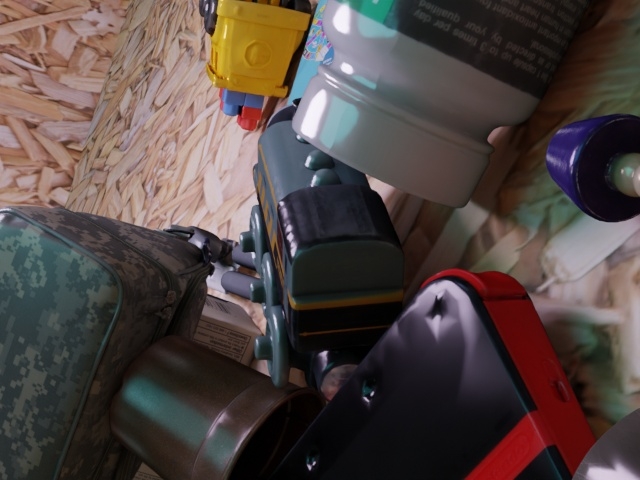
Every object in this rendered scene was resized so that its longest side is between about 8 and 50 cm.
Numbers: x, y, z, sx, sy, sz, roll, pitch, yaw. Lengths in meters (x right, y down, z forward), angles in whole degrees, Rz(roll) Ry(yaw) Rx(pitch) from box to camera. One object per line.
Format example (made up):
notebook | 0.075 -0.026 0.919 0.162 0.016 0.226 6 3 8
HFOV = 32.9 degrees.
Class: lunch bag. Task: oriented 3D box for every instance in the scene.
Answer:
lunch bag | -0.254 0.119 1.178 0.256 0.212 0.305 4 -71 -68

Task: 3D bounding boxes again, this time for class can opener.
can opener | -0.112 0.036 1.409 0.280 0.093 0.074 14 83 63

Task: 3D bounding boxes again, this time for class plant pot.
plant pot | -0.108 0.184 1.068 0.165 0.167 0.167 26 96 27

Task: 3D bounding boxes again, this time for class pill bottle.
pill bottle | 0.127 -0.223 0.917 0.361 0.204 0.204 -65 22 11

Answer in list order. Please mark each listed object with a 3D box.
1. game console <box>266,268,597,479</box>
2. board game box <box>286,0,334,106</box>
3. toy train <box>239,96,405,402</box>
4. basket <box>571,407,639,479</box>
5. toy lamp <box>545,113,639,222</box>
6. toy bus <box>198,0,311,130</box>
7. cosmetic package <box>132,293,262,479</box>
game console | 0.072 0.245 0.813 0.386 0.060 0.342 -56 37 32
board game box | 0.072 -0.260 1.242 0.254 0.079 0.336 -7 64 66
toy train | 0.000 0.000 1.042 0.334 0.142 0.190 -104 15 -54
basket | 0.210 0.169 0.466 0.204 0.154 0.227 -64 19 11
toy lamp | 0.231 -0.033 0.681 0.080 0.080 0.275 -68 23 4
toy bus | -0.112 -0.281 1.636 0.220 0.149 0.211 -122 40 -66
cosmetic package | -0.209 0.210 1.391 0.296 0.153 0.129 -65 21 5
